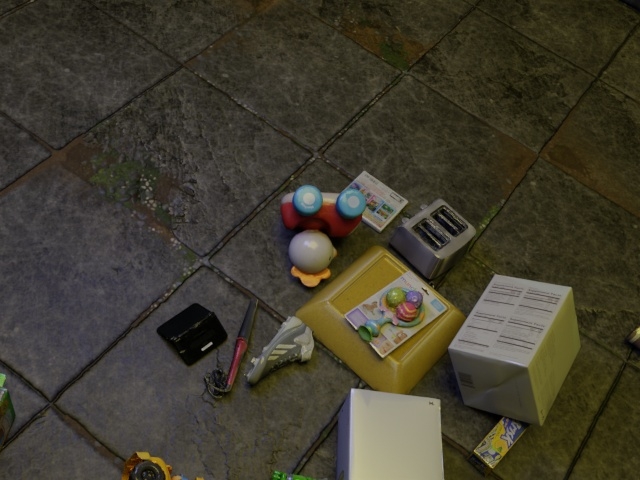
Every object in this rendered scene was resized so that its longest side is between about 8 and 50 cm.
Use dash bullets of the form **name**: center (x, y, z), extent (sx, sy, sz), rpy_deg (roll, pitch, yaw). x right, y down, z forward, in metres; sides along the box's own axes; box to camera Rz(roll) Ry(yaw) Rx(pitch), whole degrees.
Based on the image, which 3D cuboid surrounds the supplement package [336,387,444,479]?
- **supplement package**: center (0.144, 0.472, 1.663), extent (0.203, 0.145, 0.262), rpy_deg (9, 52, -7)

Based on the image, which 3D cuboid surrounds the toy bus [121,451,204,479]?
- **toy bus**: center (-0.279, 0.528, 1.532), extent (0.211, 0.149, 0.220), rpy_deg (2, 50, -28)

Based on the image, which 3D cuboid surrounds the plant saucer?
- **plant saucer**: center (0.164, 0.178, 1.924), extent (0.332, 0.081, 0.332), rpy_deg (40, 56, 16)

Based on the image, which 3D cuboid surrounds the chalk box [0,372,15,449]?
- **chalk box**: center (-0.697, 0.358, 1.555), extent (0.132, 0.132, 0.213), rpy_deg (15, 52, -2)

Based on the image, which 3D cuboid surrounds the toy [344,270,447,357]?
- **toy**: center (0.187, 0.160, 1.857), extent (0.237, 0.056, 0.137), rpy_deg (-32, 69, -31)

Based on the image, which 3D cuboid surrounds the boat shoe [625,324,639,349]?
- **boat shoe**: center (0.904, 0.225, 2.073), extent (0.223, 0.080, 0.073), rpy_deg (-28, 70, -23)

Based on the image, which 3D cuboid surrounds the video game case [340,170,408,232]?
- **video game case**: center (0.142, -0.108, 2.166), extent (0.157, 0.019, 0.143), rpy_deg (37, 55, 13)

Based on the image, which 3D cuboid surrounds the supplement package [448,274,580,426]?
- **supplement package**: center (0.458, 0.249, 1.826), extent (0.198, 0.199, 0.263), rpy_deg (9, 44, 37)

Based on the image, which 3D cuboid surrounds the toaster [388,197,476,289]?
- **toaster**: center (0.300, 0.001, 2.067), extent (0.168, 0.110, 0.185), rpy_deg (-34, 68, -30)

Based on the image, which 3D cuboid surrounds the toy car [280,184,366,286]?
- **toy car**: center (0.000, 0.000, 1.975), extent (0.210, 0.219, 0.238), rpy_deg (4, 83, -12)

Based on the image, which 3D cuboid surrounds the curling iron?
- **curling iron**: center (-0.197, 0.241, 1.818), extent (0.068, 0.035, 0.274), rpy_deg (21, 53, 2)

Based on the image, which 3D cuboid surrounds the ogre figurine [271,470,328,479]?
- **ogre figurine**: center (-0.030, 0.564, 1.587), extent (0.118, 0.097, 0.197), rpy_deg (-8, 45, -5)

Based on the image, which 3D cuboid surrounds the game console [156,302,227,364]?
- **game console**: center (-0.298, 0.216, 1.827), extent (0.122, 0.071, 0.107), rpy_deg (-35, 98, -31)

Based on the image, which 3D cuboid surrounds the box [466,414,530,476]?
- **box**: center (0.411, 0.457, 1.795), extent (0.059, 0.054, 0.169), rpy_deg (42, 55, 17)

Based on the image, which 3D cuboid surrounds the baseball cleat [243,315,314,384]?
- **baseball cleat**: center (-0.083, 0.266, 1.807), extent (0.109, 0.072, 0.206), rpy_deg (34, 58, 4)
